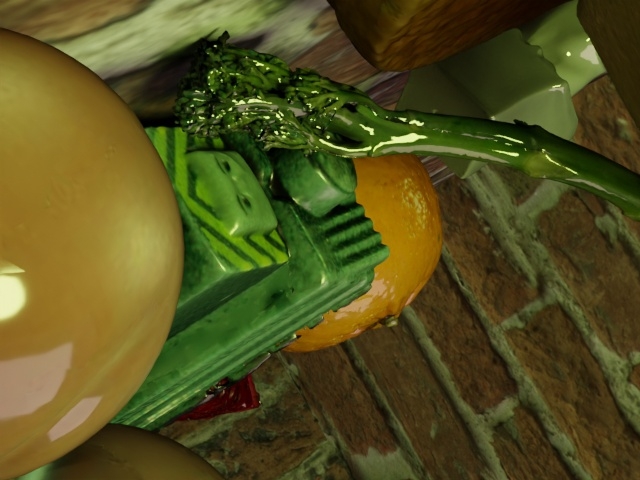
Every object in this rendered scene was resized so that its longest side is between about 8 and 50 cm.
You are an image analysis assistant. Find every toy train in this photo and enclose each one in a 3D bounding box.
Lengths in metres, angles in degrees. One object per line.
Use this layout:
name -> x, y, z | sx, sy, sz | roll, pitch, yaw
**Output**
toy train -> -0.130, 0.043, 0.701 | 0.330, 0.138, 0.178 | -33, 172, 21

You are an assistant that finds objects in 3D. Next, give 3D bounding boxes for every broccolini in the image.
broccolini -> 0.049, -0.045, 0.598 | 0.051, 0.239, 0.054 | -106, -149, -57

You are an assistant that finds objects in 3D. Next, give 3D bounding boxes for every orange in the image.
orange -> 0.000, 0.000, 0.962 | 0.193, 0.161, 0.193 | -26, 177, -1

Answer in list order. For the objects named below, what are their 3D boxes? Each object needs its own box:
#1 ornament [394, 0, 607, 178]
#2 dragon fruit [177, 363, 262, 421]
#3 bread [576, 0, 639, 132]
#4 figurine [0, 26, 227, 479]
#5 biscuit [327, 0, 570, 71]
ornament -> 0.183, -0.141, 0.946 | 0.285, 0.130, 0.120 | -22, 158, -14
dragon fruit -> -0.189, 0.091, 1.074 | 0.212, 0.134, 0.262 | -20, 163, 10
bread -> 0.155, -0.057, 0.503 | 0.163, 0.167, 0.264 | -33, 172, 37
figurine -> -0.201, 0.126, 0.332 | 0.248, 0.276, 0.388 | 13, -139, 25
biscuit -> 0.126, -0.168, 0.469 | 0.314, 0.063, 0.367 | -26, 175, -31
